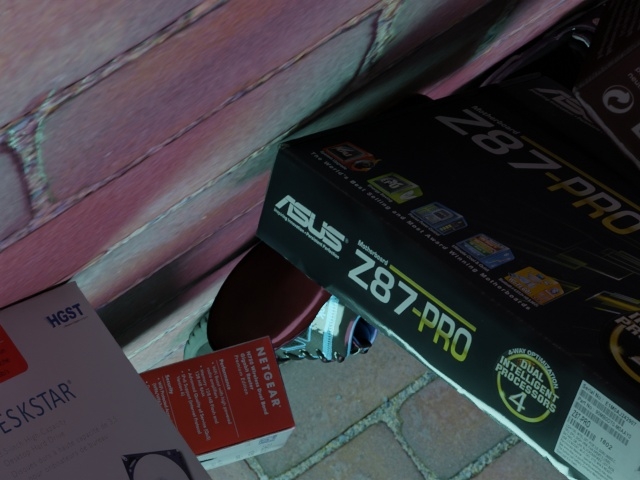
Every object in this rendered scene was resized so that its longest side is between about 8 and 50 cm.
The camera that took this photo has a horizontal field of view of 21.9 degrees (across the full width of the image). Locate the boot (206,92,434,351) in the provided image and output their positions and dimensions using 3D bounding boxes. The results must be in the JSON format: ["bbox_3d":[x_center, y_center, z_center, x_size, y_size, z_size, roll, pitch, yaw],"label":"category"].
[{"bbox_3d":[0.000,0.000,1.459,0.264,0.096,0.280,-35,173,-6],"label":"boot"}]

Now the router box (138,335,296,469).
[{"bbox_3d":[-0.181,0.181,1.490,0.301,0.082,0.335,-16,171,-5],"label":"router box"}]

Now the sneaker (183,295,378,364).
[{"bbox_3d":[-0.024,0.090,1.809,0.341,0.139,0.125,-39,175,39],"label":"sneaker"}]

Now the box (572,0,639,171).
[{"bbox_3d":[0.379,-0.204,1.201,0.381,0.143,0.191,-39,-169,32],"label":"box"}]

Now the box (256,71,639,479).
[{"bbox_3d":[0.199,0.027,1.219,0.318,0.395,0.097,-17,133,-43],"label":"box"}]

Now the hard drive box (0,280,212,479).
[{"bbox_3d":[-0.177,0.164,1.095,0.089,0.232,0.181,-40,173,32],"label":"hard drive box"}]

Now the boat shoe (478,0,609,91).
[{"bbox_3d":[0.259,-0.170,1.570,0.301,0.108,0.102,-27,174,-8],"label":"boat shoe"}]
